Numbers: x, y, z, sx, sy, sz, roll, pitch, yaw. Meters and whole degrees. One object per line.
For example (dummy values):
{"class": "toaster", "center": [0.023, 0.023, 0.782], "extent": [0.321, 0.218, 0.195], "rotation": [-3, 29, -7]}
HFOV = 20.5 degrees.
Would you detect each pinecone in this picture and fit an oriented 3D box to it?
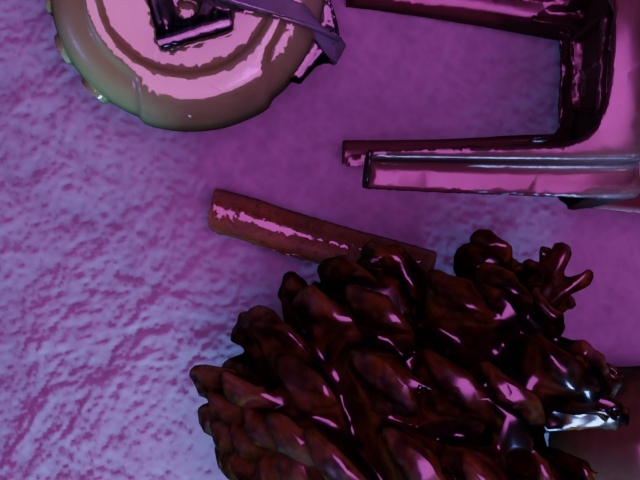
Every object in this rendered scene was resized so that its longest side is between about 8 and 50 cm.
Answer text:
{"class": "pinecone", "center": [0.059, 0.112, 1.013], "extent": [0.257, 0.243, 0.243], "rotation": [-28, 97, 7]}

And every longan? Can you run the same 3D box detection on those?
{"class": "longan", "center": [0.196, 0.126, 1.102], "extent": [0.113, 0.092, 0.113], "rotation": [-1, 86, 18]}

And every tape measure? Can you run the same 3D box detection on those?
{"class": "tape measure", "center": [-0.075, -0.152, 1.044], "extent": [0.200, 0.106, 0.175], "rotation": [-8, 92, -4]}

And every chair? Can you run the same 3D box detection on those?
{"class": "chair", "center": [0.180, -0.095, 1.035], "extent": [0.326, 0.183, 0.175], "rotation": [3, 88, -6]}

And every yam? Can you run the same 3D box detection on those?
{"class": "yam", "center": [0.000, 0.000, 1.101], "extent": [0.145, 0.032, 0.032], "rotation": [15, 93, -8]}
